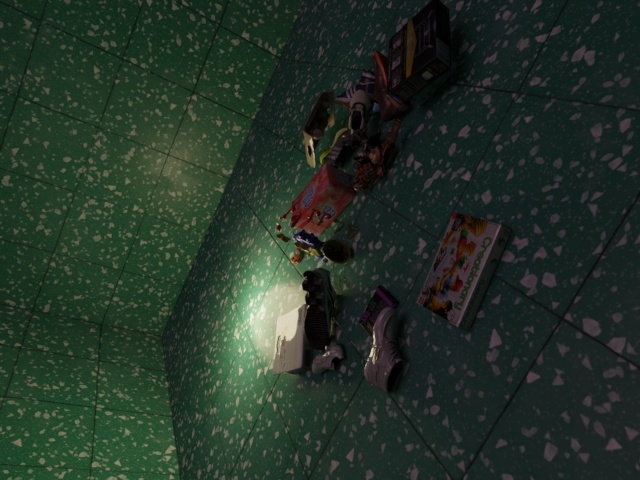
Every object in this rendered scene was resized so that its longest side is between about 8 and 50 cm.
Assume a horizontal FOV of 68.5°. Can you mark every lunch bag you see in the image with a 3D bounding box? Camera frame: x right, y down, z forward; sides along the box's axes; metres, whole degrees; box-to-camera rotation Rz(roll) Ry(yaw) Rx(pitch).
[{"bbox_3d":[0.404,-0.639,1.784,0.219,0.090,0.176,-43,36,39],"label":"lunch bag"}]

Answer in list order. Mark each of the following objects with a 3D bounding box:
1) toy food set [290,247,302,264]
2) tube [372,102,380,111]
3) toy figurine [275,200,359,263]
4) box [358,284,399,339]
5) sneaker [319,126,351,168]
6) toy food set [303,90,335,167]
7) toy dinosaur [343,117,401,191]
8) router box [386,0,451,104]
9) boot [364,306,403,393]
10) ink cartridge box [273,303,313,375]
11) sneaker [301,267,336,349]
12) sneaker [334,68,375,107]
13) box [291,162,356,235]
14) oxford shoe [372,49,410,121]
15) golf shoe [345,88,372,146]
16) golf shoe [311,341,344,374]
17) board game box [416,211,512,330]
[{"bbox_3d":[-0.115,0.077,2.315,0.083,0.020,0.083,26,96,62],"label":"toy food set"},{"bbox_3d":[0.275,-0.655,2.055,0.080,0.052,0.207,-3,70,33],"label":"tube"},{"bbox_3d":[0.000,0.000,2.059,0.362,0.217,0.191,22,74,19],"label":"toy figurine"},{"bbox_3d":[0.202,0.254,1.646,0.162,0.029,0.116,-62,29,12],"label":"box"},{"bbox_3d":[0.099,-0.406,2.172,0.300,0.110,0.122,-46,43,50],"label":"sneaker"},{"bbox_3d":[0.006,-0.537,2.270,0.220,0.092,0.306,82,-153,-59],"label":"toy food set"},{"bbox_3d":[0.226,-0.349,1.903,0.321,0.164,0.219,-39,53,16],"label":"toy dinosaur"},{"bbox_3d":[0.356,-0.688,1.719,0.242,0.080,0.309,-27,47,48],"label":"router box"},{"bbox_3d":[0.226,0.351,1.497,0.123,0.095,0.259,18,97,56],"label":"boot"},{"bbox_3d":[-0.117,0.443,2.054,0.239,0.060,0.276,-34,46,49],"label":"ink cartridge box"},{"bbox_3d":[0.013,0.273,1.897,0.122,0.146,0.331,5,100,35],"label":"sneaker"},{"bbox_3d":[0.178,-0.709,2.202,0.282,0.099,0.153,16,92,55],"label":"sneaker"},{"bbox_3d":[0.008,-0.178,2.123,0.300,0.154,0.142,-46,37,36],"label":"box"},{"bbox_3d":[0.259,-0.653,1.968,0.132,0.129,0.364,-39,46,37],"label":"oxford shoe"},{"bbox_3d":[0.169,-0.540,2.011,0.120,0.105,0.273,81,-165,-73],"label":"golf shoe"},{"bbox_3d":[0.027,0.467,1.785,0.176,0.069,0.086,-56,38,27],"label":"golf shoe"},{"bbox_3d":[0.409,0.082,1.364,0.193,0.053,0.306,28,97,61],"label":"board game box"}]
